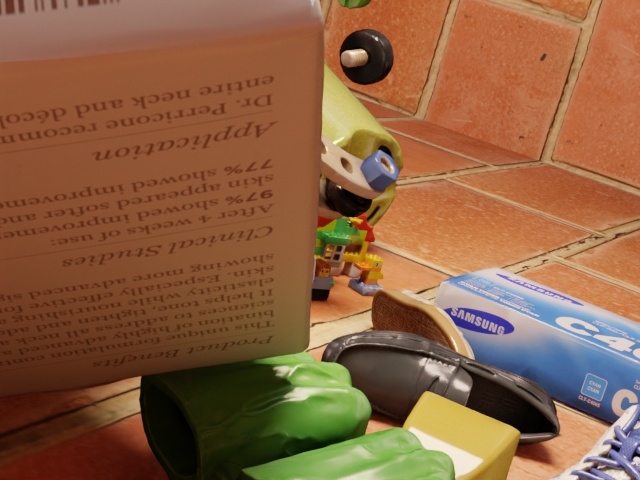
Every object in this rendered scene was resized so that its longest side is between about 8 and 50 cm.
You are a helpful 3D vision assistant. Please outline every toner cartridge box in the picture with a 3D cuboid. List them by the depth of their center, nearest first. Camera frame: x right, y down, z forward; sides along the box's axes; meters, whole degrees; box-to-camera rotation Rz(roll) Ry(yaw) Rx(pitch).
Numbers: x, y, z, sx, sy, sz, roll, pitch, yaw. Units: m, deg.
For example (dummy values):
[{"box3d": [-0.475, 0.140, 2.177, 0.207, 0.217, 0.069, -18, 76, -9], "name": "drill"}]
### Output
[{"box3d": [0.301, 0.129, 1.377, 0.348, 0.075, 0.165, 22, 14, 25], "name": "toner cartridge box"}]

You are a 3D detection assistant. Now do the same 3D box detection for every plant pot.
[{"box3d": [0.088, 0.176, 0.954, 0.081, 0.081, 0.083, 21, 27, 21], "name": "plant pot"}, {"box3d": [-0.038, -0.123, 1.679, 0.276, 0.276, 0.254, 2, 32, -45], "name": "plant pot"}]

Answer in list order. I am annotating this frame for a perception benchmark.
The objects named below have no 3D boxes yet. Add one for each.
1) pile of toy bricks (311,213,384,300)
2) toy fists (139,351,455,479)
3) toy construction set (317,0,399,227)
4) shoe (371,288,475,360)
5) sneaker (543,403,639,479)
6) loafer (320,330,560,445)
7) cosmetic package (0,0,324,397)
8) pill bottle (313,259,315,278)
[{"box3d": [0.000, 0.000, 1.480, 0.212, 0.105, 0.118, 5, 18, -38], "name": "pile of toy bricks"}, {"box3d": [-0.008, 0.157, 0.877, 0.142, 0.096, 0.279, -11, 25, -29], "name": "toy fists"}, {"box3d": [-0.096, -0.118, 1.340, 0.309, 0.257, 0.237, -6, 9, 34], "name": "toy construction set"}, {"box3d": [0.113, 0.096, 1.292, 0.058, 0.076, 0.219, 6, 14, -19], "name": "shoe"}, {"box3d": [0.219, 0.181, 0.964, 0.112, 0.131, 0.296, 28, 19, 35], "name": "sneaker"}, {"box3d": [0.109, 0.132, 1.142, 0.223, 0.076, 0.078, 16, 5, -14], "name": "loafer"}, {"box3d": [-0.186, -0.123, 0.789, 0.329, 0.327, 0.393, -8, -27, -7], "name": "cosmetic package"}, {"box3d": [-0.142, 0.011, 1.191, 0.264, 0.146, 0.146, 19, 14, 15], "name": "pill bottle"}]
